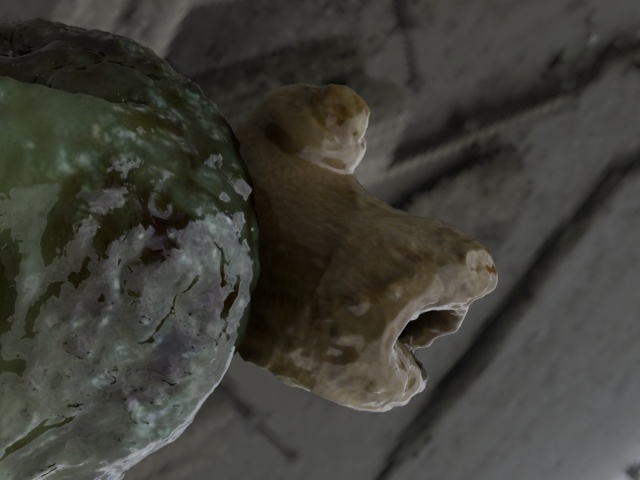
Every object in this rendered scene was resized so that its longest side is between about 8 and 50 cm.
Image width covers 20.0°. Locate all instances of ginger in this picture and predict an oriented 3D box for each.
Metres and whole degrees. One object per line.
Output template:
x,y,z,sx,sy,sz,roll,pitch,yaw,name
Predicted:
0.000,0.000,1.294,0.130,0.275,0.221,32,74,-57,ginger

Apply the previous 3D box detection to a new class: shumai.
-0.283,0.003,1.190,0.348,0.395,0.395,20,110,-52,shumai
